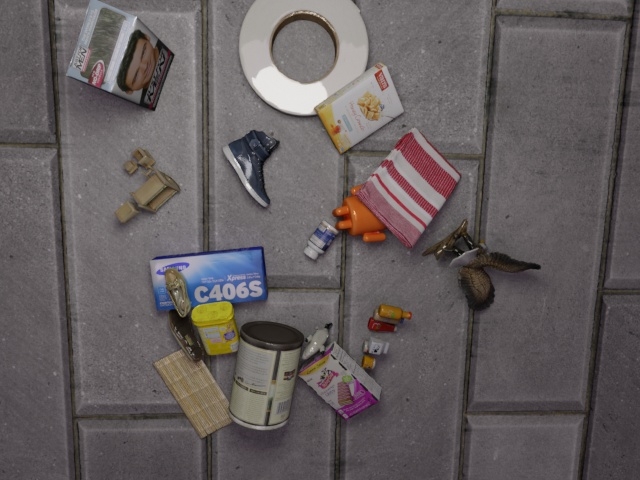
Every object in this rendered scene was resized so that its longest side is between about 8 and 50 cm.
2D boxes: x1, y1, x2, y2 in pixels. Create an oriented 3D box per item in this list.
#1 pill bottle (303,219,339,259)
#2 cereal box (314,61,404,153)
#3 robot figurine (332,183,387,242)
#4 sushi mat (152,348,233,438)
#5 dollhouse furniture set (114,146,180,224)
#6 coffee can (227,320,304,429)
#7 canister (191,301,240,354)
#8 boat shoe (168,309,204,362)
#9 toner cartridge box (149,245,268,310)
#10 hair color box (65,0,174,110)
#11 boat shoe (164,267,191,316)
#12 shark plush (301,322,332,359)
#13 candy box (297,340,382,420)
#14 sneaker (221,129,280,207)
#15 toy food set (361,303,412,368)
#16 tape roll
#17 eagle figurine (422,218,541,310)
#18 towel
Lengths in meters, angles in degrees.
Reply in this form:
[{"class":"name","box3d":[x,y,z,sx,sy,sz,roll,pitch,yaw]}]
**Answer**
[{"class":"pill bottle","box3d":[0.000,0.000,1.523,0.067,0.067,0.120,36,95,-8]},{"class":"cereal box","box3d":[0.119,-0.395,1.440,0.240,0.047,0.173,-34,133,3]},{"class":"robot figurine","box3d":[0.150,-0.083,1.484,0.219,0.158,0.128,-13,142,-11]},{"class":"sushi mat","box3d":[-0.415,0.506,1.599,0.151,0.019,0.317,-29,99,0]},{"class":"dollhouse furniture set","box3d":[-0.557,-0.162,1.472,0.182,0.101,0.161,-41,74,3]},{"class":"coffee can","box3d":[-0.173,0.418,1.507,0.201,0.201,0.276,10,98,-5]},{"class":"canister","box3d":[-0.324,0.281,1.509,0.126,0.073,0.170,-7,129,-2]},{"class":"boat shoe","box3d":[-0.441,0.310,1.539,0.068,0.072,0.190,-19,74,-36]},{"class":"toner cartridge box","box3d":[-0.347,0.119,1.516,0.347,0.075,0.165,-6,98,-2]},{"class":"hair color box","box3d":[-0.510,-0.470,1.267,0.113,0.374,0.185,21,97,-6]},{"class":"boat shoe","box3d":[-0.436,0.158,1.454,0.056,0.048,0.153,-14,100,-1]},{"class":"shark plush","box3d":[-0.012,0.313,1.538,0.073,0.161,0.067,28,132,-1]},{"class":"candy box","box3d":[0.064,0.462,1.567,0.233,0.071,0.159,45,118,-8]},{"class":"sneaker","box3d":[-0.176,-0.229,1.469,0.163,0.086,0.226,-31,98,4]},{"class":"toy food set","box3d":[0.211,0.311,1.561,0.104,0.111,0.232,12,104,-7]},{"class":"tape roll","box3d":[-0.048,-0.570,1.435,0.391,0.072,0.392,0,99,-3]},{"class":"eagle figurine","box3d":[0.515,0.077,1.509,0.298,0.226,0.225,44,74,-3]},{"class":"towel","box3d":[0.280,-0.169,1.457,0.237,0.037,0.329,44,66,-9]}]
